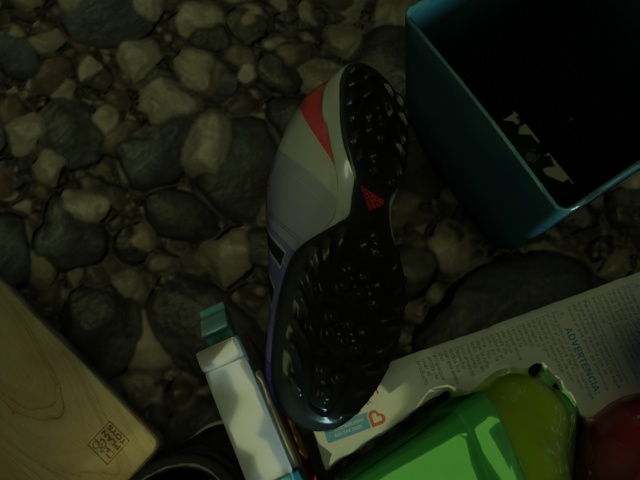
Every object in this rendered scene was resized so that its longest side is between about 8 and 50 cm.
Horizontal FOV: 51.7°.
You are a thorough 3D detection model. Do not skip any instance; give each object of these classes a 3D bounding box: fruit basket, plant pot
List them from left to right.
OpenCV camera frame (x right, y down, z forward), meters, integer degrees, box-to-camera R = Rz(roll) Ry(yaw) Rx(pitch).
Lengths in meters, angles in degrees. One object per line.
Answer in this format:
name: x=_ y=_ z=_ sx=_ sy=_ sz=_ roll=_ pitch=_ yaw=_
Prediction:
plant pot: x=0.171 y=-0.095 z=0.521 sx=0.165 sy=0.234 sz=0.165 roll=-32 pitch=76 yaw=-5
fruit basket: x=0.201 y=0.213 z=0.501 sx=0.353 sy=0.165 sz=0.327 roll=-16 pitch=74 yaw=-18

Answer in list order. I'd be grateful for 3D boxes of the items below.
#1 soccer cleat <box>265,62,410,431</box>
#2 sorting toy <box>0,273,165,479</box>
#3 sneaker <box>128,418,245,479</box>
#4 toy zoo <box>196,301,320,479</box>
soccer cleat: x=0.000 y=0.000 z=0.537 sx=0.108 sy=0.116 sz=0.318 roll=30 pitch=54 yaw=-32
sorting toy: x=-0.297 y=0.176 z=0.544 sx=0.257 sy=0.089 sz=0.255 roll=40 pitch=80 yaw=12
sneaker: x=-0.149 y=0.264 z=0.484 sx=0.104 sy=0.147 sz=0.296 roll=33 pitch=80 yaw=9
toy zoo: x=-0.021 y=0.178 z=0.478 sx=0.030 sy=0.192 sz=0.293 roll=-24 pitch=74 yaw=-4
